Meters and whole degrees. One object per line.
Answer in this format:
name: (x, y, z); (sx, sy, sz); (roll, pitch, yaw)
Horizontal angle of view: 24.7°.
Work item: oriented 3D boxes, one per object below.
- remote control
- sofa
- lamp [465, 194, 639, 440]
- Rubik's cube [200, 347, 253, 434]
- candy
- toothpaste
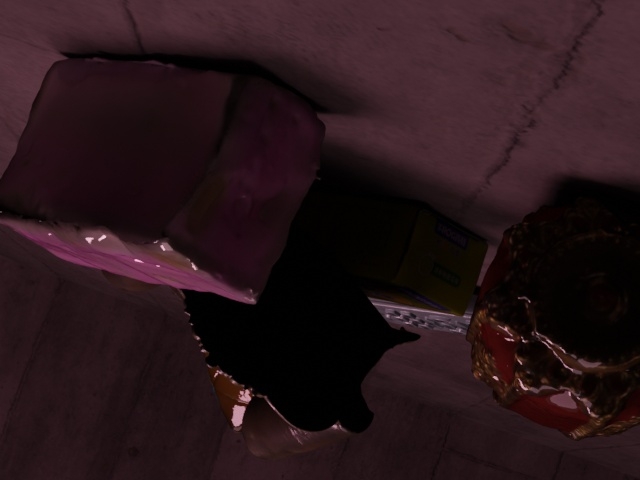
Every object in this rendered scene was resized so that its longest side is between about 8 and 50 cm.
remote control: (0.163, 0.079, 1.641); (0.293, 0.051, 0.103); (10, 168, 30)
sofa: (-0.074, 0.074, 1.292); (0.258, 0.182, 0.200); (51, 150, -6)
lamp: (0.200, 0.064, 1.118); (0.177, 0.177, 0.274); (18, 169, 7)
Rubik's cube: (-0.104, 0.141, 2.306); (0.254, 0.254, 0.254); (19, 171, 3)
candy: (-0.132, -0.053, 1.119); (0.265, 0.155, 0.116); (9, 159, 48)
toothpaste: (0.000, 0.000, 1.413); (0.327, 0.077, 0.110); (10, 166, 45)
